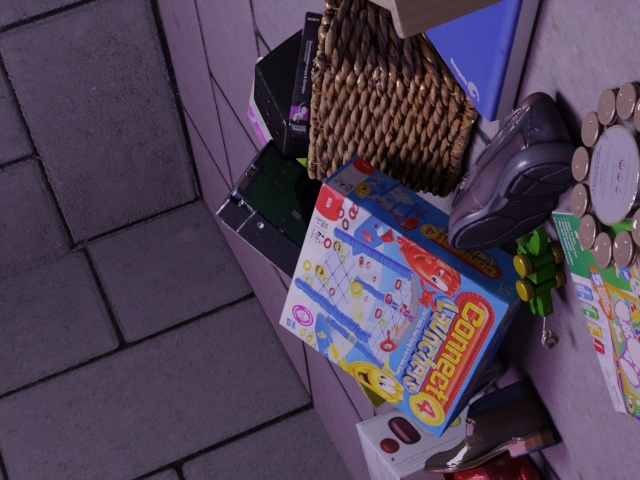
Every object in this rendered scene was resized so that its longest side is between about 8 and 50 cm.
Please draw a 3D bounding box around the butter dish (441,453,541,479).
[{"bbox_3d":[0.294,0.387,1.761,0.118,0.160,0.159,-44,62,42],"label":"butter dish"}]

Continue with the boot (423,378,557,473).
[{"bbox_3d":[0.242,0.284,1.694,0.082,0.219,0.106,7,-115,-59],"label":"boot"}]

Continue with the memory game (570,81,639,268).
[{"bbox_3d":[0.290,-0.062,1.100,0.186,0.012,0.186,-178,90,-75],"label":"memory game"}]

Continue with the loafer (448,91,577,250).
[{"bbox_3d":[0.227,-0.074,1.351,0.302,0.109,0.095,121,146,-67],"label":"loafer"}]

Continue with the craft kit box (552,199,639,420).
[{"bbox_3d":[0.349,0.081,1.157,0.249,0.061,0.247,70,165,-8],"label":"craft kit box"}]

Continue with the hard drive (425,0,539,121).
[{"bbox_3d":[0.173,-0.308,1.268,0.318,0.040,0.210,91,154,-60],"label":"hard drive"}]

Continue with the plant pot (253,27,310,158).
[{"bbox_3d":[-0.011,-0.240,1.874,0.188,0.167,0.187,104,142,-68],"label":"plant pot"}]

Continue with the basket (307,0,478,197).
[{"bbox_3d":[0.106,-0.224,1.580,0.299,0.223,0.213,93,-174,-62],"label":"basket"}]

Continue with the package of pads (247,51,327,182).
[{"bbox_3d":[-0.051,-0.230,2.215,0.229,0.101,0.296,65,166,11],"label":"package of pads"}]

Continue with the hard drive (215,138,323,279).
[{"bbox_3d":[0.000,0.000,1.863,0.339,0.064,0.237,40,-152,-9],"label":"hard drive"}]

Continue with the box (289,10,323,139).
[{"bbox_3d":[-0.018,-0.233,1.608,0.116,0.029,0.162,70,-153,-87],"label":"box"}]

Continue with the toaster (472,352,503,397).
[{"bbox_3d":[0.200,0.181,1.787,0.146,0.129,0.227,61,159,16],"label":"toaster"}]

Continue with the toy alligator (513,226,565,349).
[{"bbox_3d":[0.272,0.053,1.422,0.051,0.056,0.189,-128,20,-52],"label":"toy alligator"}]

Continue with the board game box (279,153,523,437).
[{"bbox_3d":[0.111,0.084,1.600,0.302,0.086,0.308,34,136,17],"label":"board game box"}]

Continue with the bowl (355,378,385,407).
[{"bbox_3d":[0.093,0.141,2.045,0.289,0.156,0.289,59,180,-1],"label":"bowl"}]

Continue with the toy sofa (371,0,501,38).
[{"bbox_3d":[0.062,-0.355,1.215,0.362,0.150,0.177,-134,24,-60],"label":"toy sofa"}]

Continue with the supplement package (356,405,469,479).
[{"bbox_3d":[0.198,0.389,1.980,0.203,0.194,0.149,-140,31,-64],"label":"supplement package"}]
